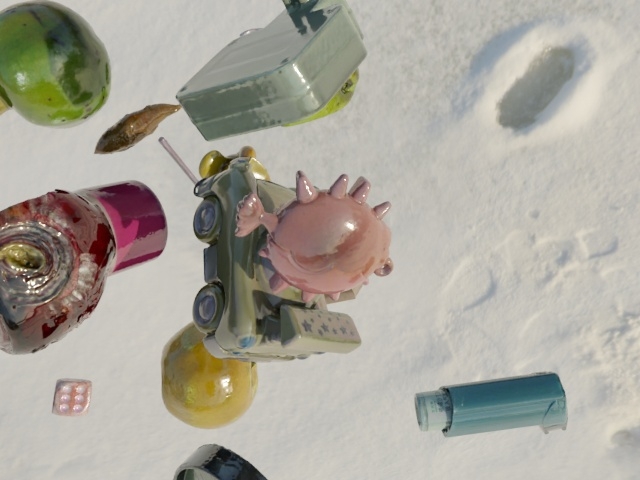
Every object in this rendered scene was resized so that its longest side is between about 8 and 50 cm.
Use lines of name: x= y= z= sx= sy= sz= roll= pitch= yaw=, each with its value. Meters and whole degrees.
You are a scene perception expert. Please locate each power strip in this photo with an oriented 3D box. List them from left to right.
power strip: x=-0.054 y=-0.268 z=0.825 sx=0.229 sy=0.141 sz=0.261 roll=-1 pitch=42 yaw=41

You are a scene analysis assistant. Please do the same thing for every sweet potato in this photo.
sweet potato: x=-0.368 y=-0.228 z=1.217 sx=0.206 sy=0.068 sz=0.060 roll=-28 pitch=73 yaw=10

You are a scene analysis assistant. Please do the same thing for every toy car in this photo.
toy car: x=-0.071 y=0.036 z=1.056 sx=0.226 sy=0.242 sz=0.336 roll=-16 pitch=68 yaw=40

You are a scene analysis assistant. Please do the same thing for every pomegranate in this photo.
pomegranate: x=-0.529 y=-0.295 z=1.090 sx=0.302 sy=0.236 sz=0.236 roll=-29 pitch=67 yaw=-12

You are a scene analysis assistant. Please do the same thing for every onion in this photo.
onion: x=-0.413 y=0.046 z=0.900 sx=0.206 sy=0.216 sz=0.207 roll=-32 pitch=106 yaw=-36

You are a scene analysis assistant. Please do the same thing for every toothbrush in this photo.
toothbrush: x=-0.320 y=-0.147 z=1.635 sx=0.029 sy=0.354 sz=0.024 roll=-37 pitch=38 yaw=-2

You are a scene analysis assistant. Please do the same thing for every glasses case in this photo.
glasses case: x=0.018 y=0.102 z=1.502 sx=0.193 sy=0.070 sz=0.102 roll=-15 pitch=25 yaw=37

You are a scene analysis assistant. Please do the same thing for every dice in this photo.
dice: x=-0.670 y=0.422 z=1.632 sx=0.094 sy=0.091 sz=0.093 roll=8 pitch=81 yaw=-24

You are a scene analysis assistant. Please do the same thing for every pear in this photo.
pear: x=-0.018 y=-0.484 z=1.811 sx=0.292 sy=0.159 sz=0.292 roll=-10 pitch=40 yaw=9

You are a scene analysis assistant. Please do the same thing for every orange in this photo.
orange: x=-0.274 y=0.322 z=1.485 sx=0.235 sy=0.279 sz=0.279 roll=-6 pitch=69 yaw=3

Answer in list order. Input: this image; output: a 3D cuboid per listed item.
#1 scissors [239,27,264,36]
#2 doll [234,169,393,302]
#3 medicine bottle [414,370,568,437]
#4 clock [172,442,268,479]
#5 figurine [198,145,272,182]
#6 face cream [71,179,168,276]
scissors: x=-0.076 y=-0.425 z=1.210 sx=0.189 sy=0.015 sz=0.100 roll=-39 pitch=61 yaw=-17
doll: x=0.000 y=0.000 z=0.858 sx=0.211 sy=0.262 sz=0.093 roll=-64 pitch=26 yaw=24
medicine bottle: x=0.284 y=0.270 z=0.987 sx=0.258 sy=0.124 sz=0.079 roll=-6 pitch=53 yaw=-2
clock: x=-0.143 y=0.474 z=1.009 sx=0.280 sy=0.281 sz=0.055 roll=40 pitch=42 yaw=21
figurine: x=-0.244 y=-0.186 z=1.817 sx=0.228 sy=0.215 sz=0.215 roll=31 pitch=78 yaw=32
face cream: x=-0.422 y=-0.017 z=1.161 sx=0.175 sy=0.195 sz=0.175 roll=14 pitch=113 yaw=35
